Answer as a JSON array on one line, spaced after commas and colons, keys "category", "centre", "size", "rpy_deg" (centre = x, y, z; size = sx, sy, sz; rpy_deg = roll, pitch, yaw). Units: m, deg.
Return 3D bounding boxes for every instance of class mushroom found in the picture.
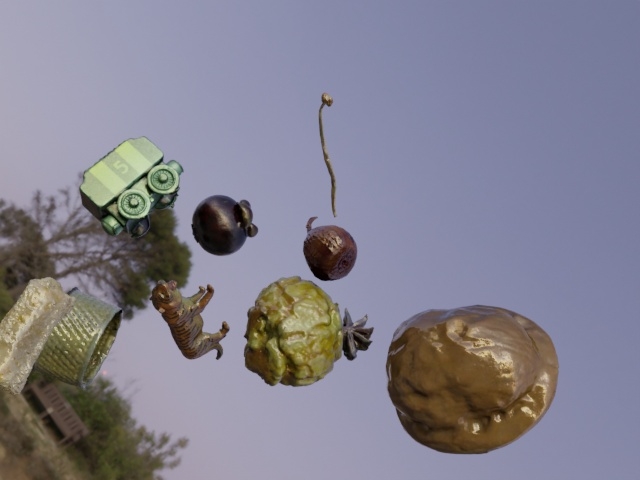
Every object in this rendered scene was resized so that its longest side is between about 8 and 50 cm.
[{"category": "mushroom", "centre": [0.017, -0.177, 1.419], "size": [0.028, 0.026, 0.286], "rpy_deg": [17, -56, 32]}]

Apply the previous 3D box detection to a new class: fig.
[{"category": "fig", "centre": [0.000, 0.000, 1.638], "size": [0.201, 0.134, 0.146], "rpy_deg": [52, -26, 33]}]

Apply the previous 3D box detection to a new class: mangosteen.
[{"category": "mangosteen", "centre": [-0.305, -0.050, 2.076], "size": [0.210, 0.210, 0.209], "rpy_deg": [32, -40, 32]}]

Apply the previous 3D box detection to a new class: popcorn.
[{"category": "popcorn", "centre": [-0.069, 0.222, 1.634], "size": [0.282, 0.247, 0.281], "rpy_deg": [-174, -90, -70]}]

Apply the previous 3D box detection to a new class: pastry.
[{"category": "pastry", "centre": [-0.599, 0.189, 1.348], "size": [0.121, 0.258, 0.089], "rpy_deg": [43, -33, -24]}]

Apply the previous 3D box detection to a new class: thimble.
[{"category": "thimble", "centre": [-0.698, 0.285, 1.913], "size": [0.150, 0.270, 0.270], "rpy_deg": [23, -36, -4]}]

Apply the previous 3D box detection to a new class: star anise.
[{"category": "star anise", "centre": [0.068, 0.278, 1.905], "size": [0.204, 0.181, 0.061], "rpy_deg": [-129, -151, -52]}]

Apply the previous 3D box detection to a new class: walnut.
[{"category": "walnut", "centre": [0.336, 0.312, 1.551], "size": [0.384, 0.384, 0.383], "rpy_deg": [32, -40, 32]}]

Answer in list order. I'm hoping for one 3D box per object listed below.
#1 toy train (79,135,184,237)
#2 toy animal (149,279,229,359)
[{"category": "toy train", "centre": [-0.553, -0.160, 1.946], "size": [0.238, 0.299, 0.167], "rpy_deg": [41, -26, 3]}, {"category": "toy animal", "centre": [-0.218, 0.138, 1.129], "size": [0.057, 0.099, 0.241], "rpy_deg": [34, -31, 38]}]
